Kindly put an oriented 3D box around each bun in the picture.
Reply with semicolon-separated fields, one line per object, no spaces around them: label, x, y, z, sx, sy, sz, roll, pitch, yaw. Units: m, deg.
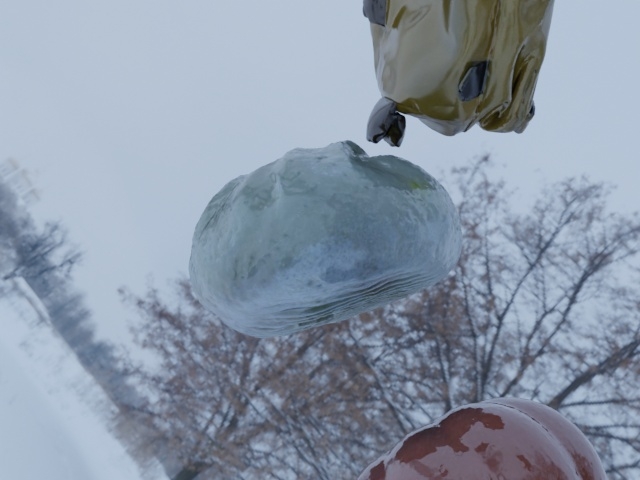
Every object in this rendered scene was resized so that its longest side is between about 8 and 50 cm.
bun;0.000;0.000;0.916;0.362;0.362;0.211;116;-43;-67

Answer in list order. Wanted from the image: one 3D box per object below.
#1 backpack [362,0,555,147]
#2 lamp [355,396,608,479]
backpack;0.162;-0.304;0.929;0.378;0.201;0.353;-123;-144;-67
lamp;0.164;0.308;0.725;0.239;0.305;0.305;55;-17;31
